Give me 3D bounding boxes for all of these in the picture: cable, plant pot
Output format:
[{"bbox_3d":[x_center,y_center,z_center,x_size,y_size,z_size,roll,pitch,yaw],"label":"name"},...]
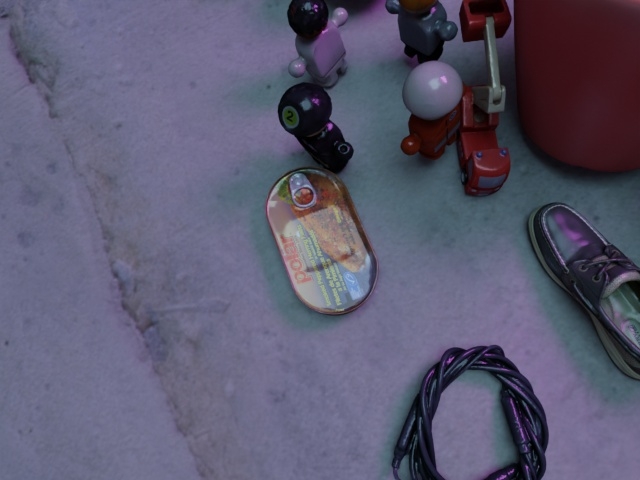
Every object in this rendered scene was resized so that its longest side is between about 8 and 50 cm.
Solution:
[{"bbox_3d":[0.169,0.202,0.494,0.150,0.047,0.185,25,78,10],"label":"cable"},{"bbox_3d":[0.323,-0.217,0.471,0.274,0.243,0.275,-5,61,10],"label":"plant pot"}]

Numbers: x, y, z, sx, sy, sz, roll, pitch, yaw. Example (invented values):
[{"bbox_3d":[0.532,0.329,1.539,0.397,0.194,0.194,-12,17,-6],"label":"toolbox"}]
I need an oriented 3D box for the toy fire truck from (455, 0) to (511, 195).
[{"bbox_3d":[0.191,-0.162,0.542,0.047,0.135,0.192,-5,75,3],"label":"toy fire truck"}]

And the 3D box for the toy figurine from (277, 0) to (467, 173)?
[{"bbox_3d":[0.057,-0.197,0.540,0.212,0.148,0.210,-4,75,15],"label":"toy figurine"}]

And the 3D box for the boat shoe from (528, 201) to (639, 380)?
[{"bbox_3d":[0.318,0.047,0.509,0.080,0.073,0.224,-26,75,-3],"label":"boat shoe"}]

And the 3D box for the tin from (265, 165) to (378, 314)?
[{"bbox_3d":[0.000,0.000,0.567,0.106,0.040,0.190,-20,74,-5],"label":"tin"}]
